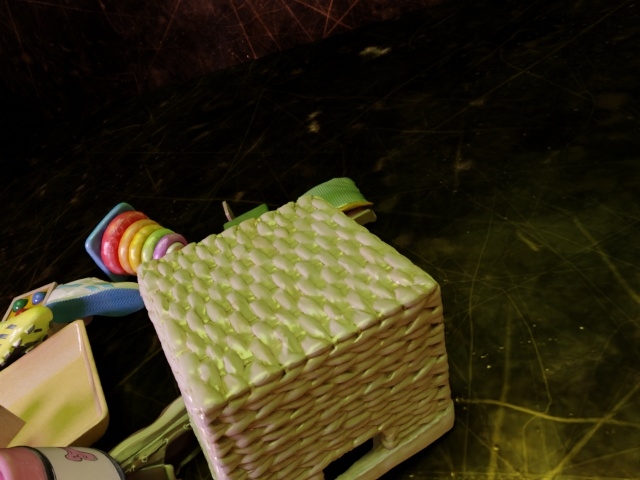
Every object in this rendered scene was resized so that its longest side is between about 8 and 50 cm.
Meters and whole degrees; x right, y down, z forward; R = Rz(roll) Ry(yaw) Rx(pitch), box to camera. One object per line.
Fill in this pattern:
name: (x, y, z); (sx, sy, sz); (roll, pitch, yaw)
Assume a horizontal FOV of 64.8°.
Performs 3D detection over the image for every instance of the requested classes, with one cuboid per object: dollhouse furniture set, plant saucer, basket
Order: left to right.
dollhouse furniture set: (-0.645, 0.335, 0.873); (0.151, 0.123, 0.144); (1, 45, 32)
plant saucer: (-0.557, 0.352, 0.968); (0.333, 0.081, 0.333); (-37, 38, -12)
basket: (-0.040, 0.150, 0.697); (0.328, 0.266, 0.331); (-24, 36, -18)
dollhouse furniture set: (-0.053, -0.077, 1.110); (0.302, 0.151, 0.197); (-27, 37, -1)

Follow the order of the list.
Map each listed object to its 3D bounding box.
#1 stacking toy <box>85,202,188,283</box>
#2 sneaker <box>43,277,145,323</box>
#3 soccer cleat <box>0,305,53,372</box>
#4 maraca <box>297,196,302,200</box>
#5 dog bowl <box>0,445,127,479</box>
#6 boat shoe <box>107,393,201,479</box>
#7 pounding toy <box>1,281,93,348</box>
stacking toy: (-0.384, 0.029, 1.210); (0.302, 0.175, 0.165); (13, 54, 26)
sneaker: (-0.514, 0.125, 1.172); (0.229, 0.087, 0.092); (-5, 34, -6)
soccer cleat: (-0.692, 0.215, 1.105); (0.289, 0.121, 0.093); (-40, -11, 24)
maraca: (0.000, 0.000, 0.987); (0.127, 0.185, 0.099); (-38, -3, -8)
dog bowl: (-0.426, 0.452, 0.626); (0.408, 0.150, 0.408); (-23, 45, 25)
boat shoe: (-0.256, 0.345, 0.785); (0.095, 0.095, 0.257); (26, 61, 40)
pounding toy: (-0.660, 0.189, 1.212); (0.206, 0.094, 0.181); (-21, 37, 9)
